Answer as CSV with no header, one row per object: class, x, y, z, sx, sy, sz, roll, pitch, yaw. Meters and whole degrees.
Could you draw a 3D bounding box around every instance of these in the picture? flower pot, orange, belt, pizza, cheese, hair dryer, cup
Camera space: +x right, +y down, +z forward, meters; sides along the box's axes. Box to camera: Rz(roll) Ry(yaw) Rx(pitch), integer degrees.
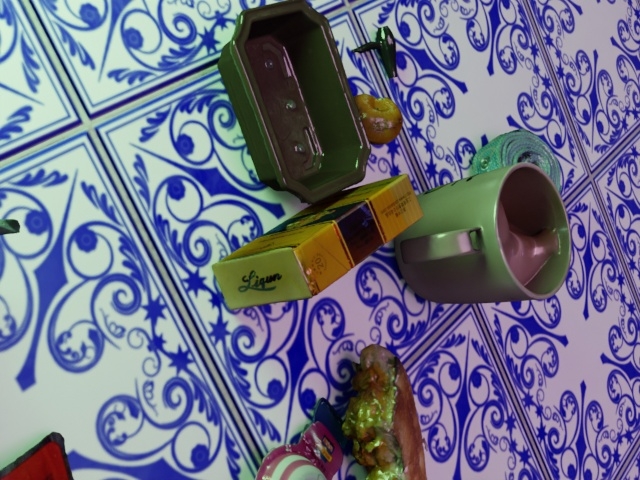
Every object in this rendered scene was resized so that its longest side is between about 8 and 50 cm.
flower pot,-0.044,-0.173,1.111,0.178,0.084,0.251,-28,102,-44
orange,0.075,-0.169,1.239,0.086,0.062,0.086,12,41,-11
belt,0.332,-0.115,1.464,0.163,0.082,0.148,24,55,-32
pizza,0.087,0.290,1.142,0.161,0.085,0.306,-10,93,-68
cheese,-0.018,0.302,1.056,0.155,0.062,0.244,57,37,-22
hair dryer,0.081,-0.279,1.299,0.083,0.031,0.079,-19,104,-31
cup,0.208,0.003,1.236,0.252,0.200,0.192,-10,89,-46

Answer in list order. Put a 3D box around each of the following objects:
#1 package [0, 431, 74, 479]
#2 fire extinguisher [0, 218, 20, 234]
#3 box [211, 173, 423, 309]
package,-0.306,0.316,0.772,0.269,0.071,0.194,-23,112,-48
fire extinguisher,-0.388,0.041,0.718,0.269,0.104,0.105,-34,106,-43
box,0.000,-0.001,1.070,0.237,0.152,0.070,-36,107,-43
